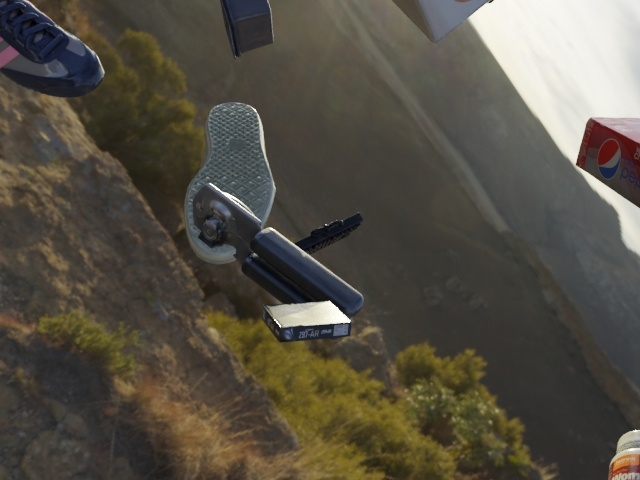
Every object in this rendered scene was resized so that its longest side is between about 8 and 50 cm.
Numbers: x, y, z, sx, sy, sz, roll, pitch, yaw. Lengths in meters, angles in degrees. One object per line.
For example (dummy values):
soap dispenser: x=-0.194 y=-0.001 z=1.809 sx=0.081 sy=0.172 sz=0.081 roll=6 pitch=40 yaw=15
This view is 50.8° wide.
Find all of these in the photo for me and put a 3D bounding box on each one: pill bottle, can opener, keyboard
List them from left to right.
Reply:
can opener: x=-0.056 y=0.015 z=0.898 sx=0.283 sy=0.076 sz=0.095 roll=36 pitch=33 yaw=18
keyboard: x=0.000 y=0.000 z=1.221 sx=0.180 sy=0.108 sz=0.023 roll=-26 pitch=75 yaw=-30
pill bottle: x=0.582 y=0.456 z=1.213 sx=0.121 sy=0.121 sz=0.221 roll=53 pitch=38 yaw=-10

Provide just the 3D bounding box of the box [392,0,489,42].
box: x=0.158 y=-0.374 z=0.543 sx=0.168 sy=0.345 sz=0.215 roll=57 pitch=9 yaw=32

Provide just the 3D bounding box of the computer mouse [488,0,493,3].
computer mouse: x=0.246 y=-0.450 z=1.047 sx=0.242 sy=0.041 sz=0.071 roll=28 pitch=73 yaw=-61

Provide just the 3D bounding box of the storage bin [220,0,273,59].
storage bin: x=-0.148 y=-0.447 z=1.367 sx=0.135 sy=0.091 sz=0.098 roll=94 pitch=-21 yaw=-70

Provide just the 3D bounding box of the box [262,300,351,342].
box: x=-0.016 y=0.090 z=0.751 sx=0.083 sy=0.018 sz=0.067 roll=-1 pitch=17 yaw=-21

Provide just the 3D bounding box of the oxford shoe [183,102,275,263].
oxford shoe: x=-0.177 y=-0.107 z=1.349 sx=0.449 sy=0.169 sz=0.130 roll=-95 pitch=-170 yaw=-46

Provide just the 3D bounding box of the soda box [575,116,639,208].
soda box: x=0.465 y=-0.101 z=0.939 sx=0.263 sy=0.092 sz=0.083 roll=-106 pitch=-162 yaw=-64

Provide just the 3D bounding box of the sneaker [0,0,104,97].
sneaker: x=-0.474 y=-0.326 z=1.000 sx=0.319 sy=0.112 sz=0.131 roll=28 pitch=-24 yaw=3
